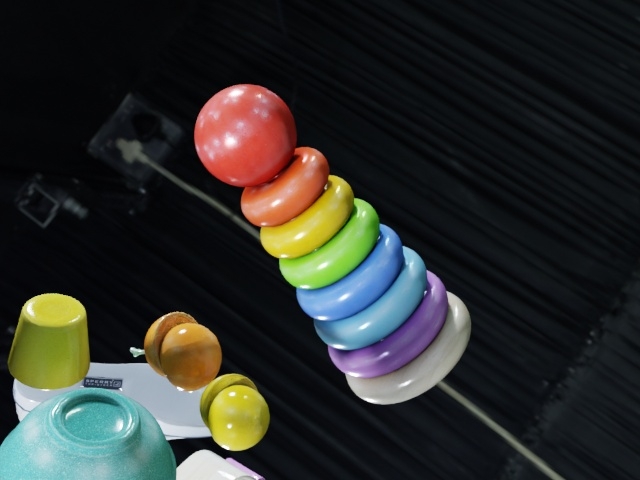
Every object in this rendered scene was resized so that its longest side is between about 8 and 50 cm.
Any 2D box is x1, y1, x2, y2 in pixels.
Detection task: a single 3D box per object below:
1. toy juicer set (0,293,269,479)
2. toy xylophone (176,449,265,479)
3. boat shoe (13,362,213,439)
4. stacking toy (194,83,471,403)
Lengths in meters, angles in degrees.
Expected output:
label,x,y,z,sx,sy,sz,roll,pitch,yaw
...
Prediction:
label,x,y,z,sx,sy,sz,roll,pitch,yaw
toy juicer set,-0.139,0.169,0.663,0.329,0.209,0.089,-112,32,-56
toy xylophone,-0.218,0.470,1.371,0.322,0.236,0.081,-35,-57,-22
boat shoe,-0.234,0.203,1.040,0.095,0.258,0.084,-82,5,-52
stacking toy,0.000,0.000,0.802,0.141,0.330,0.141,-32,25,17
